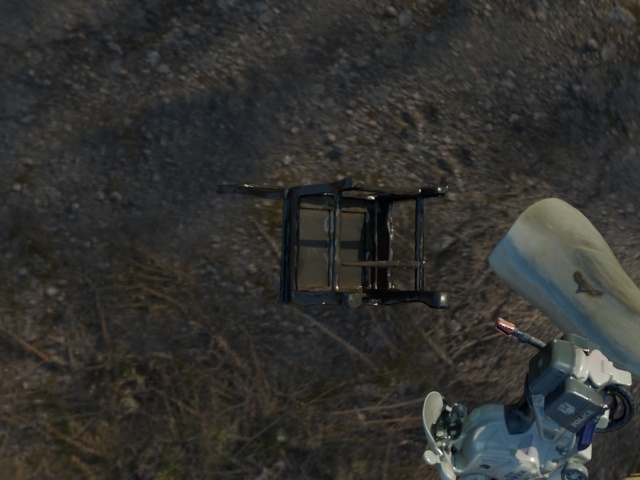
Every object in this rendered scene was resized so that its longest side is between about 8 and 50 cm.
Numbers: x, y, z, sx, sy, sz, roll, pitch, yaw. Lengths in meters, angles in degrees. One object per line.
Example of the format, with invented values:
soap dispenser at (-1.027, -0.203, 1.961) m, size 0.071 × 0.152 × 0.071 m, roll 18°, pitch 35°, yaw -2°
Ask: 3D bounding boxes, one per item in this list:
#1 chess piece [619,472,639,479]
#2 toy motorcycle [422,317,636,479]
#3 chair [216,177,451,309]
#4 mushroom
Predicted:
chess piece at (0.258, 0.215, 0.730) m, size 0.060 × 0.172 × 0.060 m, roll -3°, pitch 78°, yaw 14°
toy motorcycle at (0.180, 0.170, 0.868) m, size 0.150 × 0.102 × 0.221 m, roll 33°, pitch 125°, yaw -6°
chair at (0.000, 0.000, 0.815) m, size 0.229 × 0.106 × 0.113 m, roll -2°, pitch 85°, yaw 56°
mushroom at (0.418, 0.095, 1.315) m, size 0.177 × 0.126 × 0.397 m, roll -25°, pitch 53°, yaw -20°
